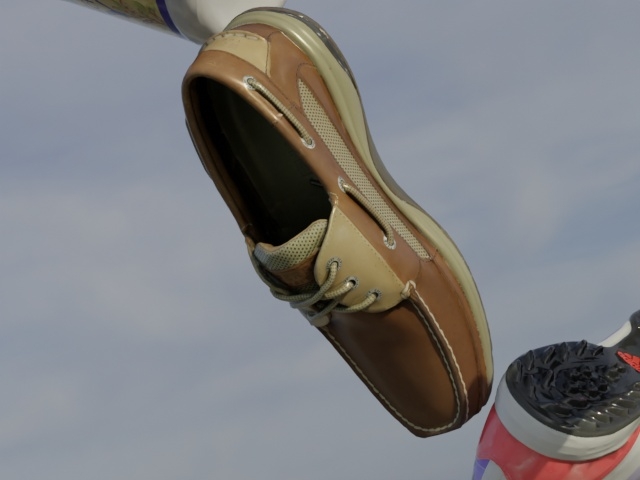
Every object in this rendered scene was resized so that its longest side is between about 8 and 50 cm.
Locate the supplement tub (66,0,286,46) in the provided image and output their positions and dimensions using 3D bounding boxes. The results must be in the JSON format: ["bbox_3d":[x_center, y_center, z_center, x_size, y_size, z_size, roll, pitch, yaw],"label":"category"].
[{"bbox_3d":[-0.207,-0.371,1.750,0.331,0.241,0.241,21,8,28],"label":"supplement tub"}]

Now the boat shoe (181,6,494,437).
[{"bbox_3d":[0.000,0.000,1.059,0.123,0.324,0.120,-26,8,37],"label":"boat shoe"}]

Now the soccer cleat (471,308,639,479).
[{"bbox_3d":[0.223,0.125,1.098,0.318,0.108,0.116,-10,-48,-45],"label":"soccer cleat"}]
